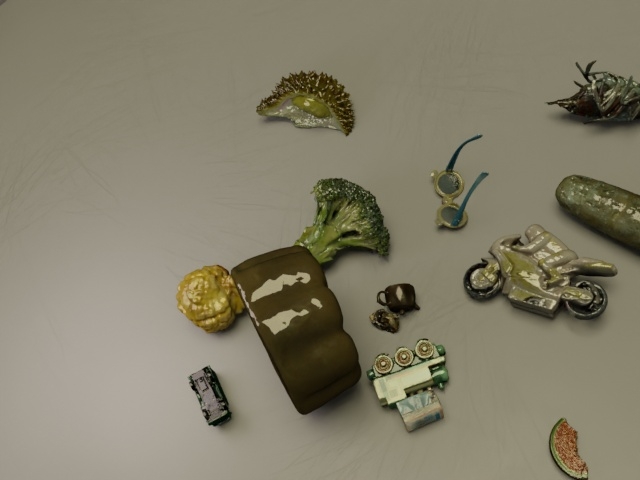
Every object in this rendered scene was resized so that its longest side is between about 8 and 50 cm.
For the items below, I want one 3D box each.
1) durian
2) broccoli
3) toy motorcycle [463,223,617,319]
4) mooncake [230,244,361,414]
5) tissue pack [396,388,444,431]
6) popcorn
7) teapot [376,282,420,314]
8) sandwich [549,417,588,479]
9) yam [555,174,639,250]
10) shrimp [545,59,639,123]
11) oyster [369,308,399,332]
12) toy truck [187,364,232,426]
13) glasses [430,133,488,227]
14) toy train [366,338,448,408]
[{"bbox_3d":[-0.042,-0.421,2.214,0.307,0.166,0.172,6,32,12],"label":"durian"},{"bbox_3d":[-0.013,-0.019,1.936,0.362,0.221,0.252,-23,92,1],"label":"broccoli"},{"bbox_3d":[0.526,0.068,1.769,0.341,0.108,0.222,14,70,30],"label":"toy motorcycle"},{"bbox_3d":[-0.044,0.195,1.703,0.201,0.378,0.378,-27,57,-8],"label":"mooncake"},{"bbox_3d":[0.228,0.387,1.681,0.095,0.074,0.058,-23,54,-2],"label":"tissue pack"},{"bbox_3d":[-0.284,0.152,1.921,0.180,0.170,0.179,2,94,39],"label":"popcorn"},{"bbox_3d":[0.192,0.150,1.826,0.121,0.076,0.068,7,63,-24],"label":"teapot"},{"bbox_3d":[0.527,0.450,1.586,0.067,0.029,0.135,-10,57,3],"label":"sandwich"},{"bbox_3d":[0.726,-0.067,1.782,0.330,0.133,0.133,30,72,29],"label":"yam"},{"bbox_3d":[0.814,-0.381,1.938,0.411,0.165,0.221,12,30,7],"label":"shrimp"},{"bbox_3d":[0.157,0.199,1.831,0.083,0.019,0.054,15,101,36],"label":"oyster"},{"bbox_3d":[-0.271,0.385,1.817,0.065,0.079,0.147,-29,56,-4],"label":"toy truck"},{"bbox_3d":[0.381,-0.151,1.901,0.088,0.220,0.189,15,56,-21],"label":"glasses"},{"bbox_3d":[0.210,0.312,1.732,0.194,0.080,0.125,-19,67,1],"label":"toy train"}]
